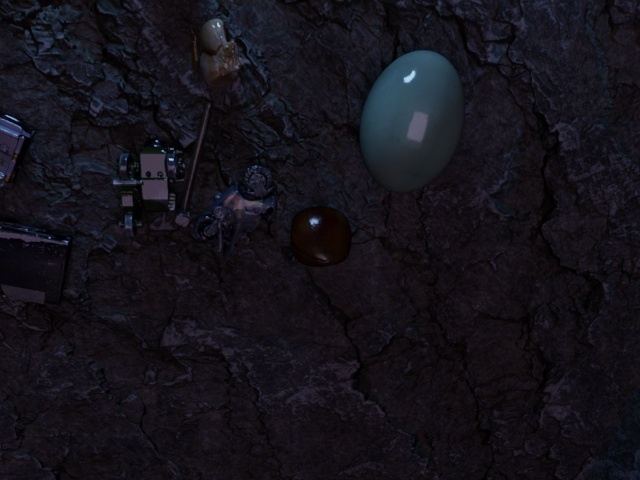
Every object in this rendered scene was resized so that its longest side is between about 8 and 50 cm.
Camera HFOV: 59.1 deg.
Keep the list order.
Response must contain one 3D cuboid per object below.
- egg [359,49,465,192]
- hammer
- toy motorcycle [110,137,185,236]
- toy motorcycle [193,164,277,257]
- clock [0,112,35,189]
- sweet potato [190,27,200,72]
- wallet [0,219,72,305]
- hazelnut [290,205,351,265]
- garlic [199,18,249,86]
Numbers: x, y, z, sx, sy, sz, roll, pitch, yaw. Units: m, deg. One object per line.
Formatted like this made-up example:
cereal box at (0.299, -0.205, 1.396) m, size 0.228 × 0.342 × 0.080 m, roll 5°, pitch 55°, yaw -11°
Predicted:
egg at (0.247, -0.317, 1.539) m, size 0.277 × 0.276 × 0.388 m, roll 9°, pitch 112°, yaw -12°
hammer at (-0.361, -0.220, 1.615) m, size 0.044 × 0.111 × 0.365 m, roll 12°, pitch 107°, yaw -15°
toy motorcycle at (-0.487, -0.150, 1.614) m, size 0.206 × 0.127 × 0.274 m, roll -1°, pitch 109°, yaw -8°
toy motorcycle at (-0.235, -0.082, 1.686) m, size 0.307 × 0.108 × 0.173 m, roll -43°, pitch 119°, yaw 15°
clock at (-0.913, -0.266, 1.516) m, size 0.253 × 0.083 × 0.186 m, roll 26°, pitch 110°, yaw -18°
sweet potato at (-0.333, -0.508, 1.511) m, size 0.026 × 0.026 × 0.114 m, roll 0°, pitch 113°, yaw -8°
wallet at (-0.877, 0.070, 1.700) m, size 0.221 × 0.071 × 0.262 m, roll 12°, pitch 117°, yaw -18°
hazelnut at (0.000, 0.000, 1.700) m, size 0.209 × 0.208 × 0.208 m, roll -3°, pitch 116°, yaw -6°
garlic at (-0.263, -0.494, 1.495) m, size 0.124 × 0.099 × 0.174 m, roll 1°, pitch 113°, yaw 13°
